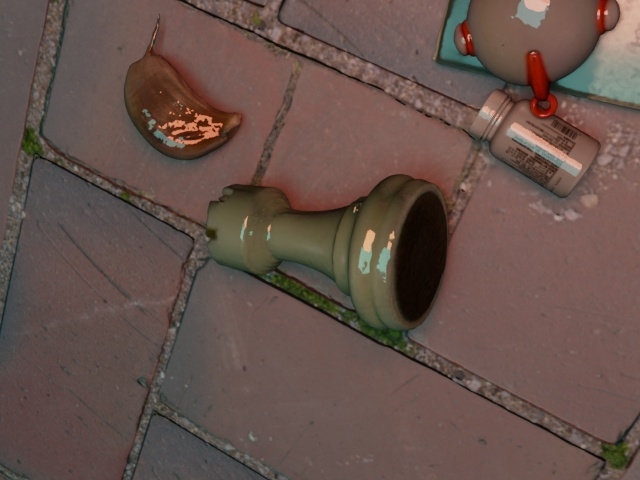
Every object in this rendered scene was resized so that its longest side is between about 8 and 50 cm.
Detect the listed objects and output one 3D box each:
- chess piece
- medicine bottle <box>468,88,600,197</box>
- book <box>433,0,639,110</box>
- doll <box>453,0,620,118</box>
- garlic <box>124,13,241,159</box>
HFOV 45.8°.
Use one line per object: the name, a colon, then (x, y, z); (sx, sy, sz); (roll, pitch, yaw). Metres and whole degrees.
chess piece: (0.000, 0.000, 0.992); (0.299, 0.194, 0.195); (9, 110, 29)
medicine bottle: (0.251, -0.118, 0.896); (0.140, 0.079, 0.079); (34, 116, 10)
book: (0.335, -0.285, 0.835); (0.379, 0.031, 0.264); (17, 110, 17)
doll: (0.218, -0.291, 0.792); (0.199, 0.105, 0.337); (-7, 112, 21)
garlic: (-0.213, -0.202, 1.072); (0.128, 0.090, 0.198); (-38, 83, 13)
